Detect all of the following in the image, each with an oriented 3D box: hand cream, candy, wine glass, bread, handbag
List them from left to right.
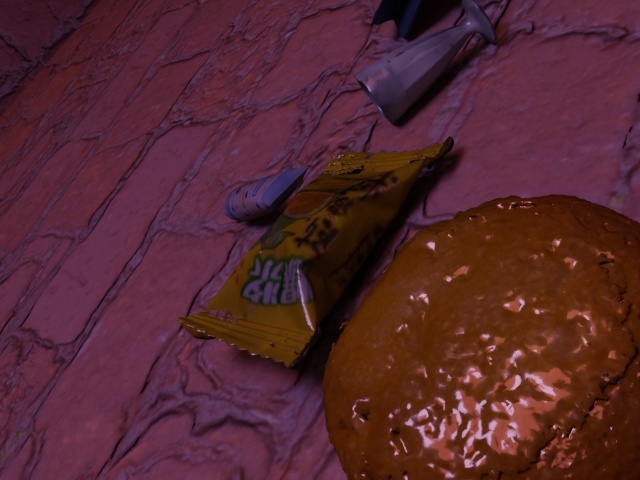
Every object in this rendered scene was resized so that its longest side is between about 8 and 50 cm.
[{"bbox_3d":[-0.070,-0.048,0.815,0.065,0.043,0.170,-49,17,-23],"label":"hand cream"},{"bbox_3d":[0.000,0.000,0.698,0.187,0.081,0.297,2,42,48],"label":"candy"},{"bbox_3d":[0.120,-0.206,0.805,0.155,0.073,0.073,-37,35,5],"label":"wine glass"},{"bbox_3d":[0.135,-0.380,0.891,0.144,0.057,0.221,-71,4,-47],"label":"handbag"},{"bbox_3d":[0.118,0.081,0.434,0.239,0.139,0.240,-26,38,23],"label":"bread"}]
